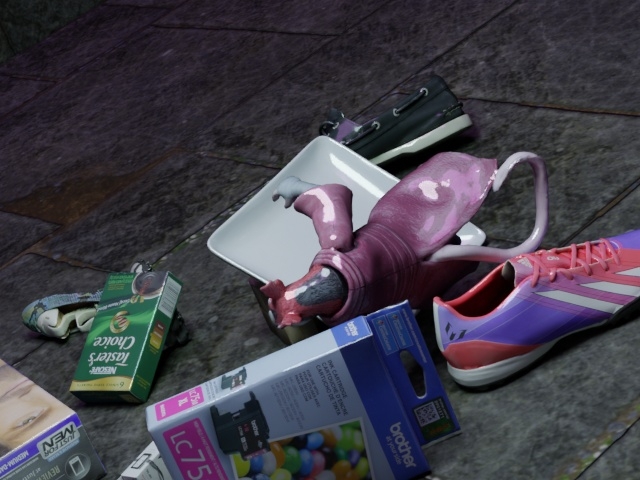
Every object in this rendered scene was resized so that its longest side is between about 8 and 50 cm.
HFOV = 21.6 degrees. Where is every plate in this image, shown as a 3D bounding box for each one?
[{"bbox_3d":[0.034,0.010,2.200,0.278,0.045,0.277,32,51,15],"label":"plate"}]

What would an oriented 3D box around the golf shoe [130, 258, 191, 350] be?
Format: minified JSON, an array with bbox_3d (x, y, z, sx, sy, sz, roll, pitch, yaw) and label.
[{"bbox_3d":[-0.254,0.095,2.362,0.094,0.077,0.198,-32,30,-3],"label":"golf shoe"}]

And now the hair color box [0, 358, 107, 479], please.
[{"bbox_3d":[-0.438,0.260,2.168,0.185,0.110,0.339,-33,28,-22],"label":"hair color box"}]

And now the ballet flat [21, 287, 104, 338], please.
[{"bbox_3d":[-0.358,0.111,2.447,0.188,0.070,0.070,-16,26,19],"label":"ballet flat"}]

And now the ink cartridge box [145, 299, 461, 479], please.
[{"bbox_3d":[-0.012,0.206,1.818,0.311,0.186,0.065,-24,22,-3],"label":"ink cartridge box"}]

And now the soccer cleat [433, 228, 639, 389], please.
[{"bbox_3d":[0.277,0.053,1.959,0.318,0.116,0.108,-28,25,-10],"label":"soccer cleat"}]

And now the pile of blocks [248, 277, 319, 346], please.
[{"bbox_3d":[0.000,0.000,2.303,0.149,0.112,0.362,-14,27,19],"label":"pile of blocks"}]

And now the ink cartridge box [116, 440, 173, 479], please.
[{"bbox_3d":[-0.204,0.282,1.992,0.028,0.048,0.083,1,35,41],"label":"ink cartridge box"}]

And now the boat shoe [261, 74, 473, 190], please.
[{"bbox_3d":[0.055,-0.153,2.514,0.340,0.113,0.127,-23,-3,-2],"label":"boat shoe"}]

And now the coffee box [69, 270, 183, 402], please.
[{"bbox_3d":[-0.261,0.130,2.264,0.113,0.040,0.184,-2,59,35],"label":"coffee box"}]

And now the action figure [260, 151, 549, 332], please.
[{"bbox_3d":[0.074,0.043,1.954,0.276,0.248,0.370,2,18,36],"label":"action figure"}]
